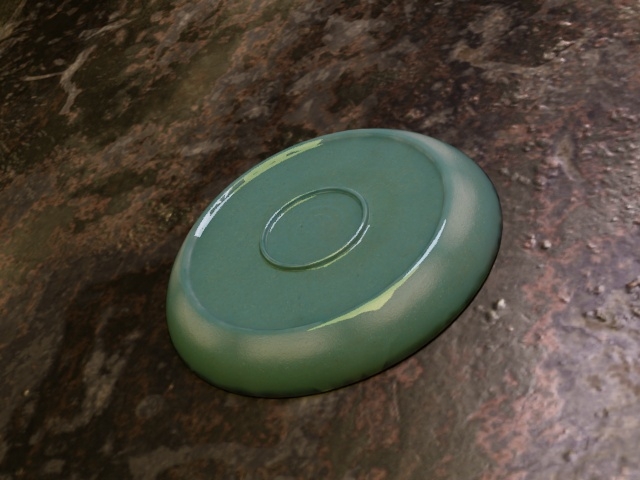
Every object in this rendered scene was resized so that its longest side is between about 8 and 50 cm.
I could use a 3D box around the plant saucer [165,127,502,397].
[{"bbox_3d":[0.000,0.000,1.006,0.317,0.044,0.317,-16,40,14],"label":"plant saucer"}]
